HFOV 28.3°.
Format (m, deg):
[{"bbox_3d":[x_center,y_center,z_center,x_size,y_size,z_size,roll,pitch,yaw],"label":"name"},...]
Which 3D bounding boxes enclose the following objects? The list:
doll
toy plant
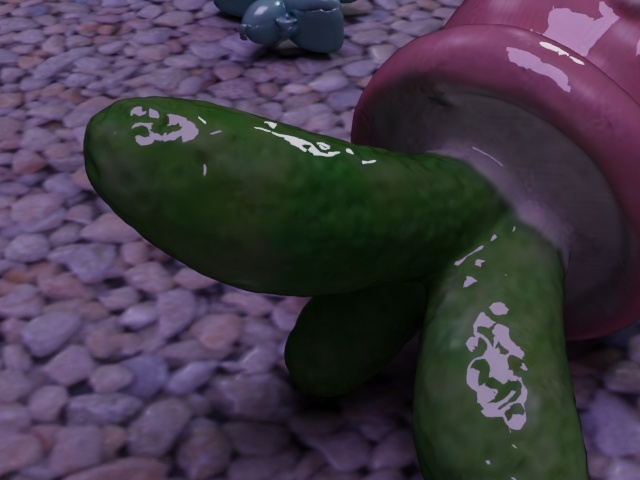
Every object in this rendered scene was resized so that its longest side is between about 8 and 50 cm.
[{"bbox_3d":[-0.026,-0.220,1.149,0.159,0.059,0.158,-25,41,-31],"label":"doll"},{"bbox_3d":[0.079,-0.032,0.728,0.317,0.210,0.356,46,59,-4],"label":"toy plant"}]
